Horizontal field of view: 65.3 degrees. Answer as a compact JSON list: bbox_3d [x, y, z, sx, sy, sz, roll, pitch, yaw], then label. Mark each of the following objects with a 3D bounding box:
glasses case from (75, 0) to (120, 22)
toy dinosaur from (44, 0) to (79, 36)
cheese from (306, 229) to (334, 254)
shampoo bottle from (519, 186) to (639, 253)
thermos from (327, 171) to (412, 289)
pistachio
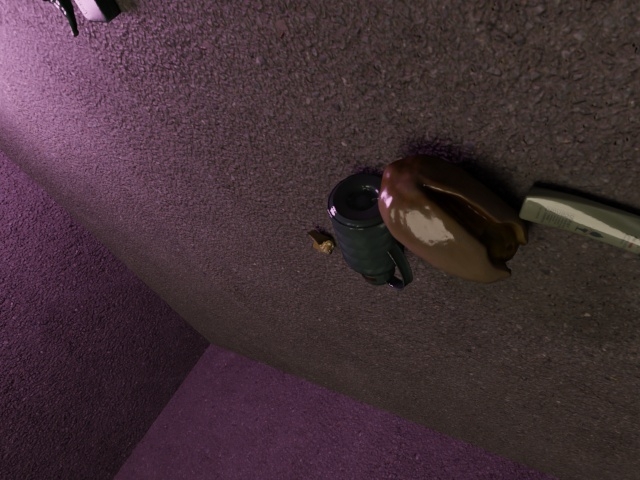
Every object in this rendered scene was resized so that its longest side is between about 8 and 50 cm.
[{"bbox_3d":[-0.475,-0.524,0.981,0.077,0.039,0.184,18,149,29],"label":"glasses case"},{"bbox_3d":[-0.559,-0.525,0.987,0.292,0.079,0.120,44,172,27],"label":"toy dinosaur"},{"bbox_3d":[0.000,-0.001,1.312,0.060,0.041,0.084,28,169,29],"label":"cheese"},{"bbox_3d":[0.424,-0.029,0.776,0.212,0.049,0.072,22,147,23],"label":"shampoo bottle"},{"bbox_3d":[0.120,0.004,1.063,0.182,0.145,0.286,42,164,35],"label":"thermos"},{"bbox_3d":[0.223,-0.035,0.877,0.288,0.166,0.197,36,178,-13],"label":"pistachio"}]
